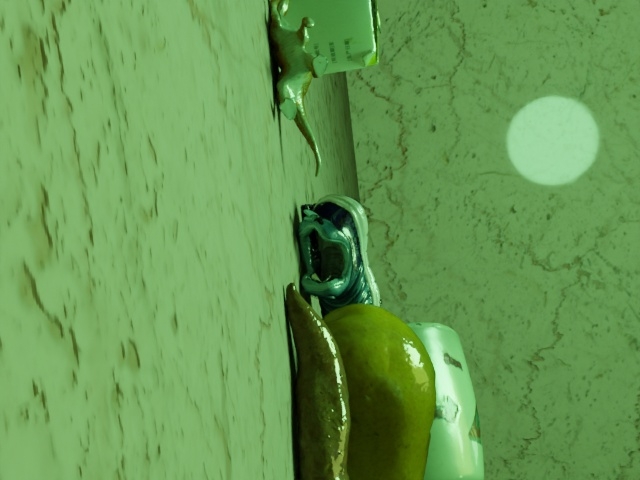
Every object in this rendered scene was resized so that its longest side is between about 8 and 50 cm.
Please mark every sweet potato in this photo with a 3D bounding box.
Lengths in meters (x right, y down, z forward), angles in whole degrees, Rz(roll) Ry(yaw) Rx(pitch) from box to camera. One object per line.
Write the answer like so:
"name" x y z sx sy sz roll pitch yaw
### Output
"sweet potato" 0.001 0.185 0.893 0.059 0.067 0.281 -39 -127 51

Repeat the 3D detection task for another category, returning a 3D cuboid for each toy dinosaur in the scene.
"toy dinosaur" -0.039 -0.197 1.027 0.142 0.057 0.212 -126 -144 -61

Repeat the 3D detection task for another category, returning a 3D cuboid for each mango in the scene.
"mango" 0.059 0.205 1.016 0.130 0.167 0.262 -45 134 -65

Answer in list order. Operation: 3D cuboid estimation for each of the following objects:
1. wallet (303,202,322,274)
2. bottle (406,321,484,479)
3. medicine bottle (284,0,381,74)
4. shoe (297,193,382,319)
"wallet" 0.001 0.000 1.228 0.166 0.030 0.111 -27 112 -84
"bottle" 0.127 0.315 1.176 0.229 0.229 0.352 72 7 -65
"medicine bottle" 0.013 -0.328 1.180 0.250 0.141 0.137 -85 164 -64
"shoe" 0.014 0.047 1.087 0.106 0.091 0.207 -33 119 -49
